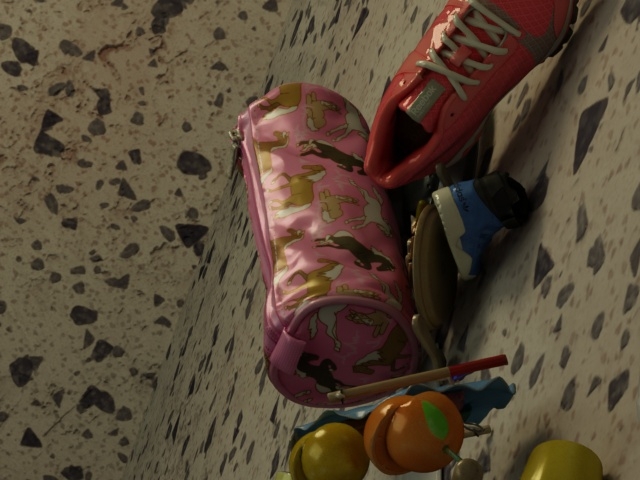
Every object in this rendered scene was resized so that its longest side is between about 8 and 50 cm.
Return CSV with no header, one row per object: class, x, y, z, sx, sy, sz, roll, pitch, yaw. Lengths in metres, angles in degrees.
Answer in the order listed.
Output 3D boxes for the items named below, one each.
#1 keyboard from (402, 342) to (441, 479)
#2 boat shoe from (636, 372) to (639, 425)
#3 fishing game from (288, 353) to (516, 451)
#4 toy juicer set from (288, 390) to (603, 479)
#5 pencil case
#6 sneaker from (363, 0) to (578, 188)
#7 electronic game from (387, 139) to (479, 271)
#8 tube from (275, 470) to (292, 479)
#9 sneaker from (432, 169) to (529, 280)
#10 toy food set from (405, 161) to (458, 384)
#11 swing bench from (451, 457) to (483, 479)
keyboard,0.098,0.208,1.598,0.072,0.014,0.256,-56,19,36
boat shoe,0.244,0.048,0.981,0.084,0.095,0.258,116,166,-49
fishing game,0.068,0.149,1.333,0.264,0.189,0.041,94,164,-71
toy juicer set,0.057,0.231,1.271,0.329,0.209,0.089,-56,11,49
pencil case,0.000,0.000,1.769,0.386,0.167,0.160,-104,-5,-48
sneaker,0.138,-0.160,1.587,0.136,0.116,0.314,-42,-14,-50
electronic game,0.119,-0.068,1.816,0.229,0.048,0.229,-169,90,-75
tube,-0.045,0.380,1.872,0.070,0.062,0.240,26,-106,-61
sneaker,0.158,-0.016,1.572,0.152,0.085,0.058,65,-175,-59
toy food set,0.102,0.029,1.628,0.132,0.039,0.192,60,-145,-53
swing bench,0.101,0.313,1.061,0.254,0.165,0.253,126,159,-55
